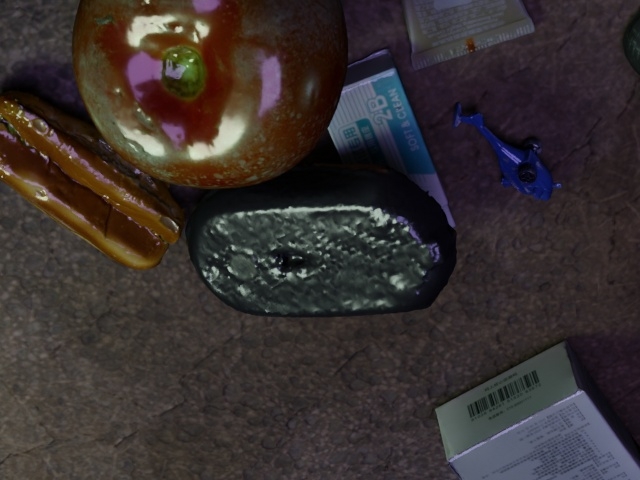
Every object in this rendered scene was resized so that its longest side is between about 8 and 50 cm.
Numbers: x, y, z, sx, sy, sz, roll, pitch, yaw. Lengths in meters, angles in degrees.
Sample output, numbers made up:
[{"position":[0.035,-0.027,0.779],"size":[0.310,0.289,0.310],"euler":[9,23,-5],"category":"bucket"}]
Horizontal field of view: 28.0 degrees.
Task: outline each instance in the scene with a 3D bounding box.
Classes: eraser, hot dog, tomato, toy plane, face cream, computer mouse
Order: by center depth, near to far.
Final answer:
[{"position":[-0.101,-0.188,1.252],"size":[0.270,0.222,0.270],"euler":[5,111,14],"category":"tomato"},{"position":[0.115,-0.318,1.282],"size":[0.137,0.084,0.341],"euler":[-18,133,8],"category":"face cream"},{"position":[-0.259,-0.070,1.404],"size":[0.115,0.072,0.269],"euler":[-38,119,20],"category":"hot dog"},{"position":[0.001,-0.003,1.423],"size":[0.323,0.116,0.183],"euler":[-2,126,27],"category":"computer mouse"},{"position":[0.074,-0.097,1.440],"size":[0.095,0.052,0.225],"euler":[-21,125,6],"category":"eraser"},{"position":[0.211,-0.096,1.464],"size":[0.062,0.054,0.167],"euler":[-21,130,39],"category":"toy plane"}]

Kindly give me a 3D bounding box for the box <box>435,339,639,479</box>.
[{"position":[0.313,0.297,1.714],"size":[0.200,0.106,0.299],"euler":[-30,125,14],"category":"box"}]

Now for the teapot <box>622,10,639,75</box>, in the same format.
[{"position":[0.386,-0.190,1.390],"size":[0.092,0.091,0.124],"euler":[-20,124,9],"category":"teapot"}]
